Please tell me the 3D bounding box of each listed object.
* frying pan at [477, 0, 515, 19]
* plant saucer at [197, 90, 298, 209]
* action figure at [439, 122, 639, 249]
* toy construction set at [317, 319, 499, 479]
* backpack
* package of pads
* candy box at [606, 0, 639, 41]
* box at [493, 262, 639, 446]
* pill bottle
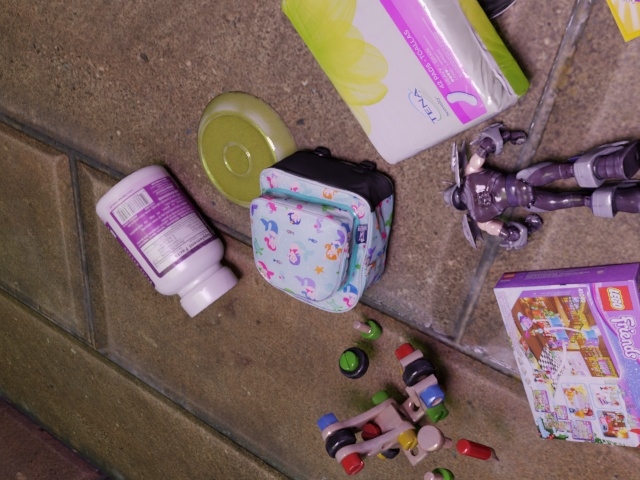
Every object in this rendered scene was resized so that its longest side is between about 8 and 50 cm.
[{"bbox_3d":[0.187,-0.428,0.728,0.197,0.053,0.325,22,127,24],"label":"frying pan"},{"bbox_3d":[-0.148,-0.157,1.142,0.241,0.037,0.240,17,124,26],"label":"plant saucer"},{"bbox_3d":[0.293,-0.071,0.843,0.285,0.099,0.185,-1,122,40],"label":"action figure"},{"bbox_3d":[0.181,0.334,1.108,0.309,0.257,0.237,22,173,44],"label":"toy construction set"},{"bbox_3d":[0.000,0.000,1.039,0.225,0.191,0.253,19,131,25],"label":"backpack"},{"bbox_3d":[0.100,-0.264,0.816,0.296,0.101,0.229,54,148,-9],"label":"package of pads"},{"bbox_3d":[0.343,-0.332,0.668,0.205,0.027,0.105,60,159,-8],"label":"candy box"},{"bbox_3d":[0.407,0.181,0.932,0.201,0.057,0.293,-7,111,39],"label":"box"},{"bbox_3d":[-0.309,0.005,1.266,0.301,0.169,0.169,53,133,-2],"label":"pill bottle"}]
